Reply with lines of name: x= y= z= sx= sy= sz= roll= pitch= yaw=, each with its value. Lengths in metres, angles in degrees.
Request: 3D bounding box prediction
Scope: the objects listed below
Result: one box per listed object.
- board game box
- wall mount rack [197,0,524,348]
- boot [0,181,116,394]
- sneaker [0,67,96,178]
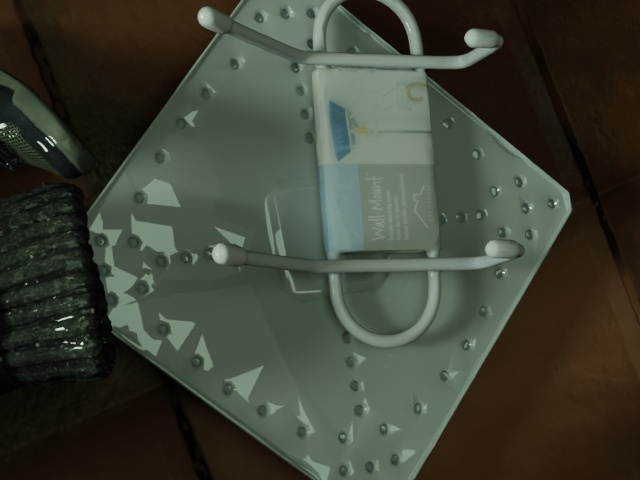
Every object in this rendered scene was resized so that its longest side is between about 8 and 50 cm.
board game box: x=0.000 y=0.000 z=1.428 sx=0.390 sy=0.050 sz=0.390 roll=37 pitch=70 yaw=-12
wall mount rack: x=0.026 y=-0.081 z=1.353 sx=0.304 sy=0.130 sz=0.350 roll=-1 pitch=81 yaw=-22
boot: x=-0.291 y=0.132 z=1.218 sx=0.260 sy=0.131 sz=0.348 roll=-6 pitch=87 yaw=-11
sneaker: x=-0.291 y=-0.082 z=1.264 sx=0.227 sy=0.087 sz=0.130 roll=30 pitch=76 yaw=29
